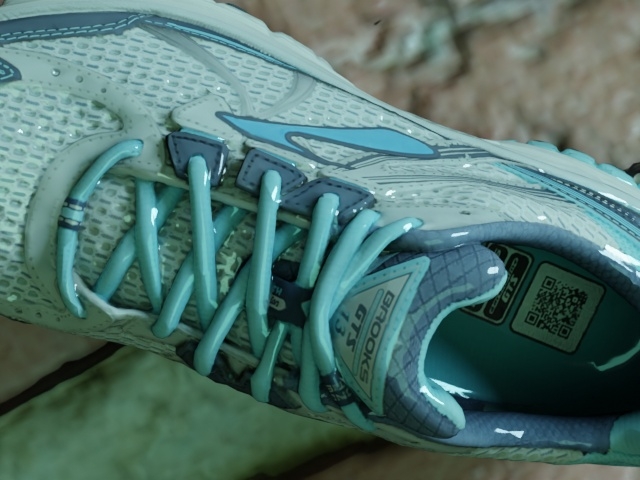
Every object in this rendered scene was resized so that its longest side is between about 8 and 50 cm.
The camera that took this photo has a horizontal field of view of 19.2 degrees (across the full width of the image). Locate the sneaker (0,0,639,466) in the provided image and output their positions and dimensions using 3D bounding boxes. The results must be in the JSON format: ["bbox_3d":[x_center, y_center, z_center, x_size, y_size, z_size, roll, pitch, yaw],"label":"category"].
[{"bbox_3d":[0.000,0.000,0.550,0.283,0.122,0.110,12,105,-12],"label":"sneaker"}]
